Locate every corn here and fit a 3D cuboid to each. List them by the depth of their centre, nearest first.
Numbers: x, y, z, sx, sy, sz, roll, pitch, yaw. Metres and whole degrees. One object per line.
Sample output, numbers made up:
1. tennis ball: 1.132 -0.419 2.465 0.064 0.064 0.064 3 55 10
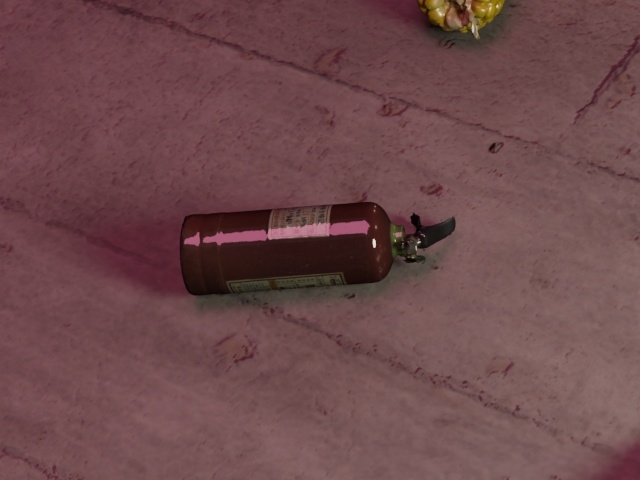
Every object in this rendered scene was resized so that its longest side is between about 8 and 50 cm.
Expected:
1. corn: 0.157 -0.318 1.804 0.101 0.101 0.310 3 48 16

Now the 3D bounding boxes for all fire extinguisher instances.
1. fire extinguisher: 0.000 0.000 1.547 0.231 0.071 0.099 -5 17 7
